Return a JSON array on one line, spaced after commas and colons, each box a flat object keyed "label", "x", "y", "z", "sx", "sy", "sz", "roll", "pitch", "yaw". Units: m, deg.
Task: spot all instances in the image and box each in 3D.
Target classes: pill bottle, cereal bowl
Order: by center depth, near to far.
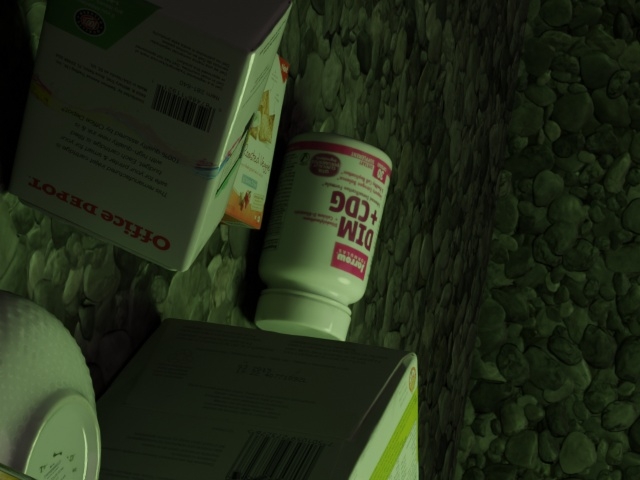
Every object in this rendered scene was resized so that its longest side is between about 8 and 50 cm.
[{"label": "cereal bowl", "x": -0.305, "y": 0.212, "z": 1.484, "sx": 0.339, "sy": 0.141, "sz": 0.339, "roll": 7, "pitch": 90, "yaw": -72}, {"label": "pill bottle", "x": 0.000, "y": 0.000, "z": 2.267, "sx": 0.160, "sy": 0.160, "sz": 0.283, "roll": 48, "pitch": 52, "yaw": -66}]

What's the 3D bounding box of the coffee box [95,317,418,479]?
[{"label": "coffee box", "x": -0.088, "y": 0.334, "z": 1.864, "sx": 0.338, "sy": 0.338, "sz": 0.334, "roll": -56, "pitch": 149, "yaw": -55}]

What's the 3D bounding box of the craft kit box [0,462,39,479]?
[{"label": "craft kit box", "x": -0.338, "y": 0.291, "z": 1.306, "sx": 0.247, "sy": 0.061, "sz": 0.250, "roll": 38, "pitch": 78, "yaw": -46}]

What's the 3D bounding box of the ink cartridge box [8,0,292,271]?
[{"label": "ink cartridge box", "x": -0.169, "y": -0.135, "z": 1.519, "sx": 0.117, "sy": 0.201, "sz": 0.278, "roll": -60, "pitch": 172, "yaw": -52}]

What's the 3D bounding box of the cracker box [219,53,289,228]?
[{"label": "cracker box", "x": -0.110, "y": -0.142, "z": 2.032, "sx": 0.156, "sy": 0.067, "sz": 0.232, "roll": 26, "pitch": 72, "yaw": -71}]
